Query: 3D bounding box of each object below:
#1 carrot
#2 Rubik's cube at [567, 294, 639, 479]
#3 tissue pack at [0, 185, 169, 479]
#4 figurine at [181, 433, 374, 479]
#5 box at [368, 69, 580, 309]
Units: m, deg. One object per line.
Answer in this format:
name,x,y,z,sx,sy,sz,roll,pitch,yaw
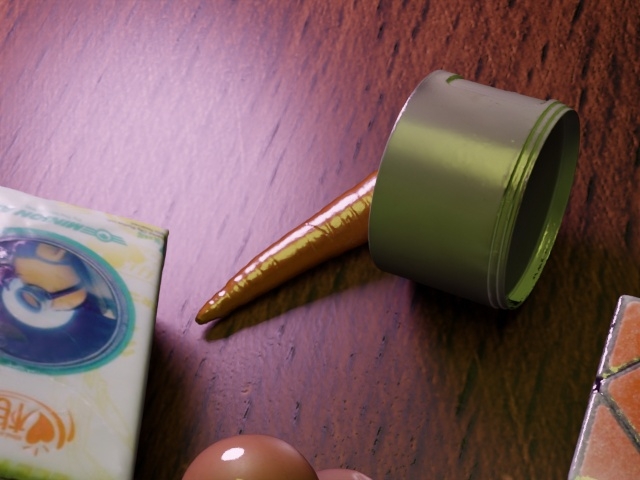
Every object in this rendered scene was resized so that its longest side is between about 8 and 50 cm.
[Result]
carrot,0.000,0.000,1.513,0.336,0.069,0.069,-33,55,-9
Rubik's cube,0.340,0.203,1.206,0.205,0.205,0.207,11,56,17
tissue pack,-0.313,0.120,1.309,0.287,0.162,0.388,14,39,-12
figurine,0.013,0.368,1.111,0.248,0.276,0.388,-47,54,3
box,0.166,-0.053,1.417,0.149,0.226,0.226,18,57,21
